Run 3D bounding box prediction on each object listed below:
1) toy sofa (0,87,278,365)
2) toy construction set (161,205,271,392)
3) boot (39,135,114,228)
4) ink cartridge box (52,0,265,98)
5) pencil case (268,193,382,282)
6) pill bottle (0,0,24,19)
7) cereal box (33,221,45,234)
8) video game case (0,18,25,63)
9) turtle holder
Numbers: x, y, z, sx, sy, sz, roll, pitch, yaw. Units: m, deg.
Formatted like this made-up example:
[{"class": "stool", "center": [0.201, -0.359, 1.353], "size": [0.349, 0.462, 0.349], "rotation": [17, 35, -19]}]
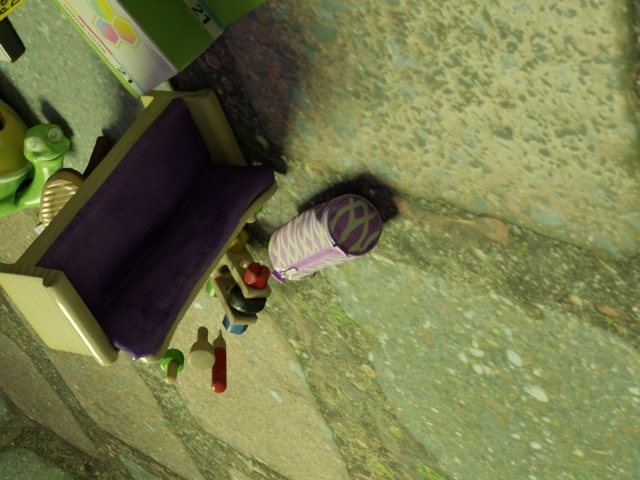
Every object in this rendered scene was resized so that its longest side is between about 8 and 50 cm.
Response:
[{"class": "toy sofa", "center": [-0.217, -0.026, 1.356], "size": [0.177, 0.362, 0.150], "rotation": [7, 138, 33]}, {"class": "toy construction set", "center": [-0.196, 0.045, 1.647], "size": [0.237, 0.257, 0.309], "rotation": [-98, 0, -60]}, {"class": "boot", "center": [-0.357, -0.083, 1.646], "size": [0.090, 0.207, 0.248], "rotation": [-2, 144, 3]}, {"class": "ink cartridge box", "center": [-0.195, -0.289, 1.233], "size": [0.189, 0.097, 0.255], "rotation": [50, 153, -15]}, {"class": "pencil case", "center": [0.000, 0.000, 1.413], "size": [0.086, 0.088, 0.206], "rotation": [44, 153, -9]}, {"class": "pill bottle", "center": [-0.451, -0.328, 1.383], "size": [0.117, 0.215, 0.117], "rotation": [32, 152, 19]}, {"class": "cereal box", "center": [-0.446, 0.012, 2.070], "size": [0.173, 0.047, 0.240], "rotation": [50, 153, -16]}, {"class": "video game case", "center": [-0.607, -0.397, 1.653], "size": [0.248, 0.035, 0.275], "rotation": [16, 148, 36]}, {"class": "turtle holder", "center": [-0.598, -0.137, 1.844], "size": [0.320, 0.243, 0.227], "rotation": [24, 129, 45]}]
